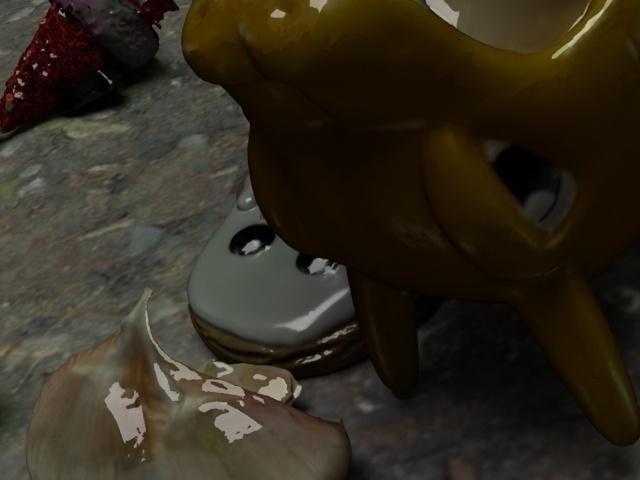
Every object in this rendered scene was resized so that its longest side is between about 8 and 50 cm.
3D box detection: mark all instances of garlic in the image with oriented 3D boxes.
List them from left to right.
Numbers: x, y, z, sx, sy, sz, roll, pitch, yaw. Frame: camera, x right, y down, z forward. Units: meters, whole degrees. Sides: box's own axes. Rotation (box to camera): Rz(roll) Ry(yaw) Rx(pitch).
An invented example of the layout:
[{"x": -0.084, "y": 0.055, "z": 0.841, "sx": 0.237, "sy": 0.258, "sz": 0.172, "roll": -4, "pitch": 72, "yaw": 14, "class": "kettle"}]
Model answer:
[{"x": -0.069, "y": 0.103, "z": 0.522, "sx": 0.174, "sy": 0.099, "sz": 0.124, "roll": 3, "pitch": 57, "yaw": 25, "class": "garlic"}]

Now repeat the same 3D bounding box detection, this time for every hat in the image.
[{"x": -0.249, "y": -0.163, "z": 0.941, "sx": 0.140, "sy": 0.129, "sz": 0.227, "roll": 38, "pitch": 80, "yaw": 29, "class": "hat"}]

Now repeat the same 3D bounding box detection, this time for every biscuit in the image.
[{"x": 0.000, "y": 0.000, "z": 0.657, "sx": 0.181, "sy": 0.049, "sz": 0.208, "roll": 3, "pitch": 41, "yaw": 27, "class": "biscuit"}]

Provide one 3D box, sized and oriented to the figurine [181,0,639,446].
[{"x": 0.131, "y": -0.121, "z": 0.523, "sx": 0.387, "sy": 0.401, "sz": 0.268, "roll": -60, "pitch": 9, "yaw": -26, "class": "figurine"}]
